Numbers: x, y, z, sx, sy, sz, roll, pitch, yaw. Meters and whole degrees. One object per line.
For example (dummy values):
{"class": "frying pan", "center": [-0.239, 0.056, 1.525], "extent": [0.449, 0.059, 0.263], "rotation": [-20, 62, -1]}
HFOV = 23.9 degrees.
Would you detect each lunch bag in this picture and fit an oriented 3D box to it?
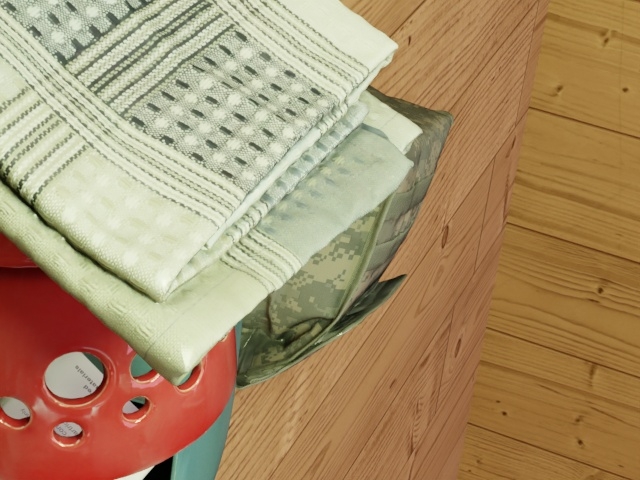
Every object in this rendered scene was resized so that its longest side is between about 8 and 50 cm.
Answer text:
{"class": "lunch bag", "center": [0.000, 0.000, 1.476], "extent": [0.287, 0.169, 0.235], "rotation": [-69, 169, 18]}

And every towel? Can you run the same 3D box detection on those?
{"class": "towel", "center": [-0.104, -0.109, 0.785], "extent": [0.056, 0.324, 0.312], "rotation": [-48, 179, 34]}

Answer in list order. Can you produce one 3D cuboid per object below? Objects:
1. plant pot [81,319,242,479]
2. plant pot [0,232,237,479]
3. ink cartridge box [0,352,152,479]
{"class": "plant pot", "center": [-0.147, 0.109, 1.135], "extent": [0.234, 0.166, 0.165], "rotation": [-59, 160, -58]}
{"class": "plant pot", "center": [-0.144, 0.015, 0.846], "extent": [0.191, 0.191, 0.174], "rotation": [-53, 152, -48]}
{"class": "ink cartridge box", "center": [-0.223, 0.192, 0.905], "extent": [0.172, 0.100, 0.237], "rotation": [-43, -178, 44]}
